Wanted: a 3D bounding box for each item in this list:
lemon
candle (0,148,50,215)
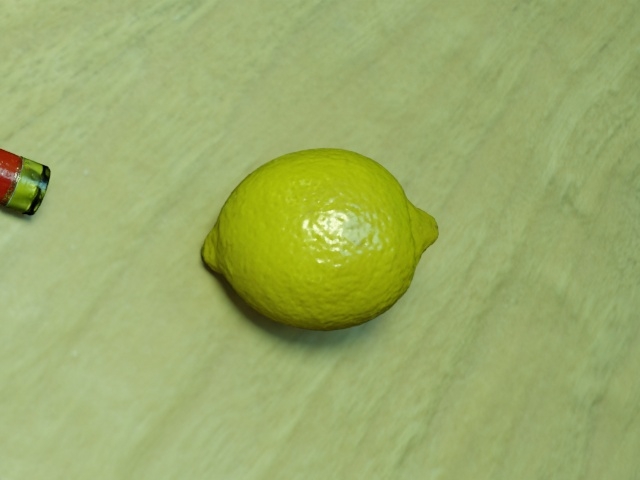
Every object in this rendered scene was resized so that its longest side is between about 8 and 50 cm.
[{"bbox_3d":[0.000,0.000,1.124,0.244,0.187,0.186,-2,73,-4],"label":"lemon"},{"bbox_3d":[-0.313,-0.066,0.998,0.131,0.052,0.052,21,63,-27],"label":"candle"}]
